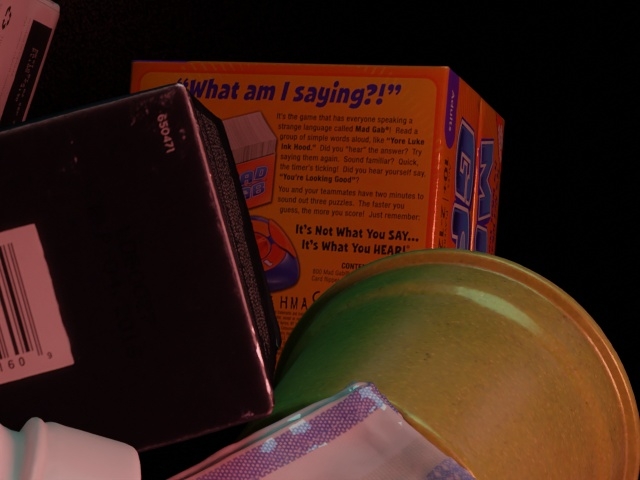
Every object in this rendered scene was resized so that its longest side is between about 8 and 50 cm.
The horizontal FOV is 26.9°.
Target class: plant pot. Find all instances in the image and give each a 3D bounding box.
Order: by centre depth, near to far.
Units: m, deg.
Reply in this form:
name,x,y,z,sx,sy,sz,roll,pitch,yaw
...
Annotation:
name,x,y,z,sx,sy,sz,roll,pitch,yaw
plant pot,0.054,0.159,0.860,0.276,0.276,0.254,20,14,15

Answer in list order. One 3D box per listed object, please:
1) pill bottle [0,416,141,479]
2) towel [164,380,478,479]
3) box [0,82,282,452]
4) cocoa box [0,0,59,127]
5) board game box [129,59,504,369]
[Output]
name,x,y,z,sx,sy,sz,roll,pitch,yaw
pill bottle,-0.223,0.106,0.515,0.283,0.161,0.161,18,2,-15
towel,0.015,0.174,0.585,0.209,0.034,0.285,-24,36,-22
box,-0.186,0.035,0.791,0.296,0.182,0.294,-15,2,-1
cocoa box,-0.384,-0.070,1.048,0.228,0.347,0.231,19,3,0
board game box,0.000,0.000,1.551,0.357,0.356,0.356,4,-2,18
